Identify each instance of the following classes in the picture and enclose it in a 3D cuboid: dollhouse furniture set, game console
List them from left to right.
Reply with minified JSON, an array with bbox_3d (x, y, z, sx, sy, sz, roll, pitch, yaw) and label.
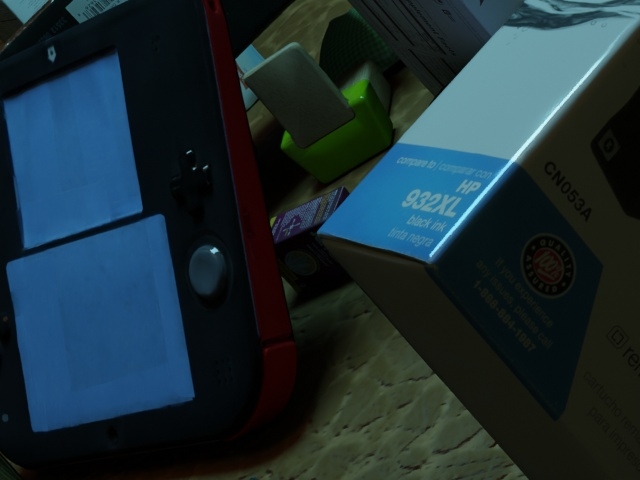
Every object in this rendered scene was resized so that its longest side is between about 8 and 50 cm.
[{"bbox_3d":[-0.177,0.001,1.457,0.060,0.342,0.386,-11,-2,-43],"label":"game console"},{"bbox_3d":[0.042,-0.222,1.678,0.197,0.151,0.301,-31,25,26],"label":"dollhouse furniture set"}]

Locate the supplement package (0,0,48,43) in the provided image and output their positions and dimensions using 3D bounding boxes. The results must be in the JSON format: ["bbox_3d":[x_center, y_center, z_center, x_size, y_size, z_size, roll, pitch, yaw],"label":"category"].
[{"bbox_3d":[-0.294,-0.296,2.291,0.194,0.203,0.149,-48,23,-16],"label":"supplement package"}]

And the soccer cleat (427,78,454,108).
[{"bbox_3d":[0.145,-0.042,1.257,0.116,0.108,0.318,-52,26,-12],"label":"soccer cleat"}]

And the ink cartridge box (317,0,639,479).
[{"bbox_3d":[0.188,-0.031,1.003,0.307,0.223,0.129,-48,24,-14],"label":"ink cartridge box"}]

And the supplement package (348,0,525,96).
[{"bbox_3d":[0.157,-0.244,1.360,0.145,0.204,0.262,21,76,42],"label":"supplement package"}]

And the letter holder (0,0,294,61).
[{"bbox_3d":[-0.142,-0.206,1.694,0.302,0.152,0.214,-45,4,-4],"label":"letter holder"}]

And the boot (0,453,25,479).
[{"bbox_3d":[-0.319,0.246,1.525,0.165,0.077,0.213,-45,17,-9],"label":"boot"}]

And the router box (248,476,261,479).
[{"bbox_3d":[-0.050,0.216,1.187,0.122,0.038,0.092,-50,23,-18],"label":"router box"}]

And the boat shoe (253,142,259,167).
[{"bbox_3d":[-0.138,-0.023,1.675,0.103,0.118,0.320,-38,18,25],"label":"boat shoe"}]

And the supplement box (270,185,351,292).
[{"bbox_3d":[0.000,0.000,1.475,0.083,0.055,0.043,-24,30,38],"label":"supplement box"}]

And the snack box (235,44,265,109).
[{"bbox_3d":[-0.178,-0.241,2.025,0.060,0.187,0.322,-46,22,-9],"label":"snack box"}]
